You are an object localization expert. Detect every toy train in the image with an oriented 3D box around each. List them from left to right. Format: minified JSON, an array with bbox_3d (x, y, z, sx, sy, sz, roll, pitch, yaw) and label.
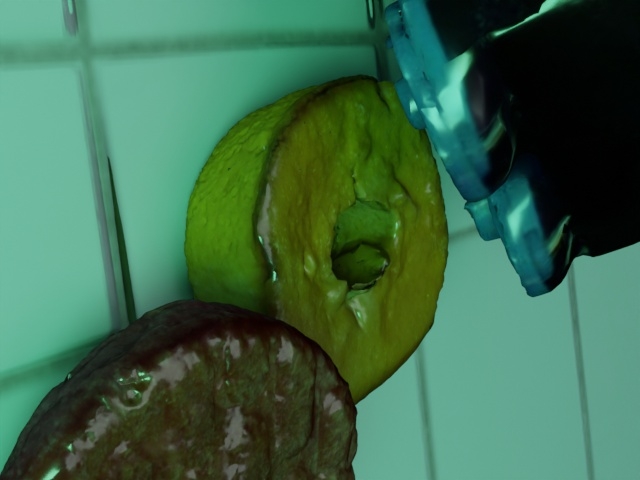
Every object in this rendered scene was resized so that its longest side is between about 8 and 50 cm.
[{"bbox_3d":[0.128,-0.133,0.634,0.300,0.188,0.265,45,28,-57],"label":"toy train"}]

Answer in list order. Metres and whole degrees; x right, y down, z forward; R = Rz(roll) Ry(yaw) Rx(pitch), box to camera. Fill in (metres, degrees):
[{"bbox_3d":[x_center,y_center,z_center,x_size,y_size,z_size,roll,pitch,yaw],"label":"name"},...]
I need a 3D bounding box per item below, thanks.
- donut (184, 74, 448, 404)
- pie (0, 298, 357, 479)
[{"bbox_3d":[0.000,0.000,0.601,0.178,0.065,0.162,-18,106,-56],"label":"donut"},{"bbox_3d":[-0.053,0.112,0.484,0.182,0.049,0.182,-13,110,-40],"label":"pie"}]
